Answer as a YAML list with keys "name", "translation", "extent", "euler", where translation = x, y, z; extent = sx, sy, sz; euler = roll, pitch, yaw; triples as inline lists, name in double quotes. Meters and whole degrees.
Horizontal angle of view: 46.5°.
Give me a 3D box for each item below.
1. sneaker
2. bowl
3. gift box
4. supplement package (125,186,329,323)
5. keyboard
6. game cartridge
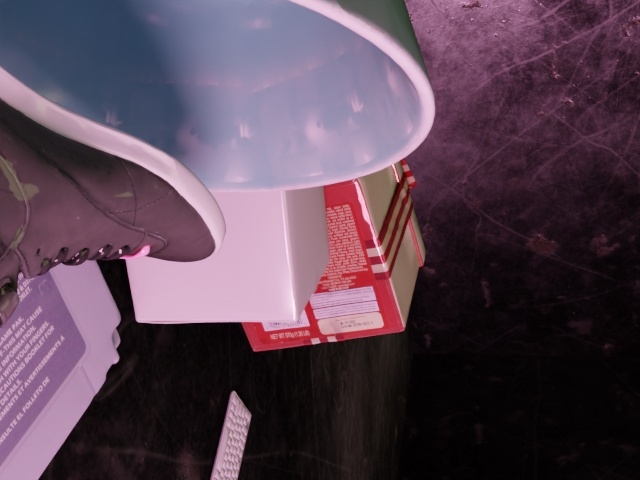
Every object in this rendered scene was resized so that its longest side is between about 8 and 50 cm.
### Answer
- name: "sneaker"
  translation: [-0.160, 0.003, 0.390]
  extent: [0.296, 0.105, 0.146]
  euler: [33, 59, -56]
- name: "bowl"
  translation: [-0.087, -0.148, 0.437]
  extent: [0.311, 0.312, 0.163]
  euler: [44, 48, -72]
- name: "gift box"
  translation: [0.000, 0.000, 1.044]
  extent: [0.258, 0.255, 0.276]
  euler: [-65, 145, -59]
- name: "supplement package"
  translation: [-0.100, -0.081, 0.767]
  extent: [0.177, 0.175, 0.292]
  euler: [-58, 145, -69]
- name: "keyboard"
  translation: [-0.129, 0.325, 0.968]
  extent: [0.072, 0.014, 0.256]
  euler: [74, 19, -47]
- name: "game cartridge"
  translation: [-0.226, 0.086, 0.425]
  extent: [0.294, 0.060, 0.196]
  euler: [-64, 152, -50]
